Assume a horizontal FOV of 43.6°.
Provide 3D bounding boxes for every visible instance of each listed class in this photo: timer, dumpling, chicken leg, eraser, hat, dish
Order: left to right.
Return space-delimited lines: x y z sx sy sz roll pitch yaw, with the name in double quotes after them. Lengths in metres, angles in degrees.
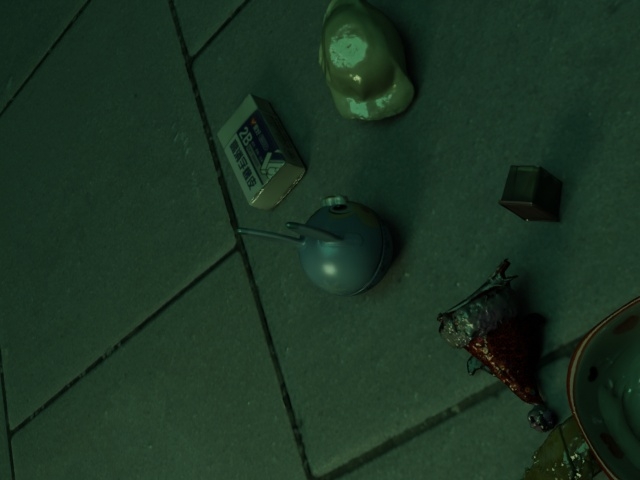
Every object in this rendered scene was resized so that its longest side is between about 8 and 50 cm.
-0.121 -0.176 1.580 0.124 0.068 0.210 -47 52 26 "eraser"
0.011 -0.013 1.302 0.175 0.255 0.175 -28 40 27 "timer"
0.066 -0.320 1.395 0.162 0.132 0.250 -31 75 25 "dumpling"
0.268 0.161 1.127 0.140 0.129 0.227 -33 75 6 "hat"
0.309 0.307 1.064 0.198 0.069 0.085 -53 48 30 "chicken leg"
0.431 0.185 0.937 0.256 0.117 0.256 -12 72 42 "dish"

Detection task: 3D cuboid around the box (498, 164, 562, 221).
0.303 -0.067 1.143 0.060 0.084 0.063 7 80 45 "box"
